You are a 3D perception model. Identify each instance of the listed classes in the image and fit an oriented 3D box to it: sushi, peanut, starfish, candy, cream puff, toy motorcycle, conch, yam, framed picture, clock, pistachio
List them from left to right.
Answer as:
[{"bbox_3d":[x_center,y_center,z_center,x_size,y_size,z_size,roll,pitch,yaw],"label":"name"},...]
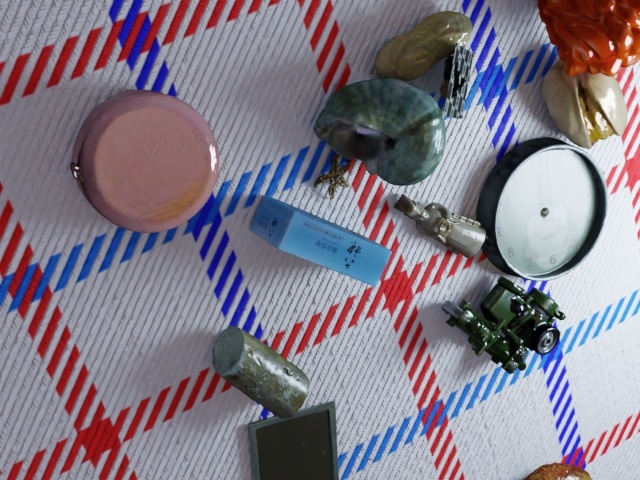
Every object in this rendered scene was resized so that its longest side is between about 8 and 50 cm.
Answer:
[{"bbox_3d":[-0.305,-0.135,1.525,0.255,0.094,0.255,-7,107,-24],"label":"candy"},{"bbox_3d":[-0.120,0.252,1.718,0.194,0.107,0.107,41,85,-28],"label":"yam"},{"bbox_3d":[-0.053,0.470,1.865,0.197,0.014,0.252,-11,108,-23],"label":"framed picture"},{"bbox_3d":[0.026,-0.121,1.728,0.078,0.028,0.091,0,109,-28],"label":"starfish"},{"bbox_3d":[0.134,-0.199,1.682,0.277,0.220,0.195,12,60,-50],"label":"conch"},{"bbox_3d":[0.199,-0.372,1.700,0.214,0.099,0.090,-36,105,-15],"label":"peanut"},{"bbox_3d":[0.257,-0.308,1.734,0.201,0.031,0.139,-14,114,-70],"label":"sushi"},{"bbox_3d":[0.406,0.173,1.938,0.275,0.127,0.205,38,89,-32],"label":"toy motorcycle"},{"bbox_3d":[0.489,-0.065,1.945,0.319,0.066,0.318,-7,107,-23],"label":"clock"},{"bbox_3d":[0.558,0.641,2.125,0.240,0.164,0.240,-1,92,-17],"label":"cream puff"},{"bbox_3d":[0.559,-0.290,1.878,0.157,0.157,0.229,-44,124,-8],"label":"pistachio"}]

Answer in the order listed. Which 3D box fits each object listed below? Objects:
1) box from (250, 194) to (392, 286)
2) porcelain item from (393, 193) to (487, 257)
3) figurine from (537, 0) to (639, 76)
[{"bbox_3d":[0.000,0.000,1.683,0.232,0.142,0.083,21,95,-29],"label":"box"},{"bbox_3d":[0.247,-0.035,1.842,0.213,0.054,0.084,26,99,-29],"label":"porcelain item"},{"bbox_3d":[0.595,-0.507,1.743,0.412,0.306,0.241,-36,156,-13],"label":"figurine"}]
